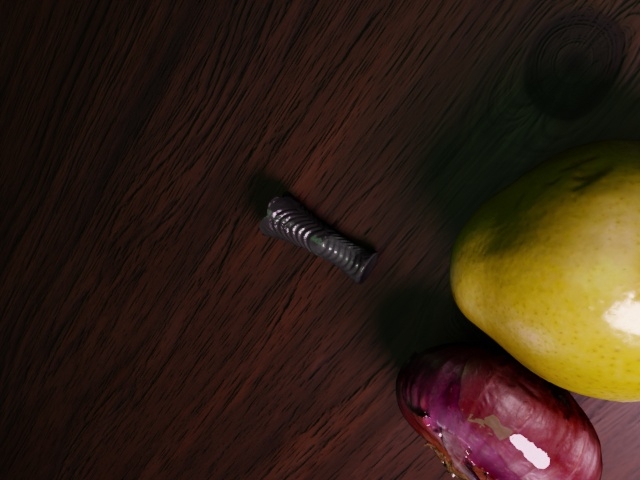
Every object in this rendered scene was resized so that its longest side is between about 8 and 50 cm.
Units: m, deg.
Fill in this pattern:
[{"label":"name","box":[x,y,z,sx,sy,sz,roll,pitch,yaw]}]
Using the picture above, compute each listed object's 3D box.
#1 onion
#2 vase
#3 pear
[{"label":"onion","box":[0.302,0.271,0.943,0.348,0.347,0.285,26,75,24]},{"label":"vase","box":[0.000,0.000,1.173,0.237,0.115,0.115,32,111,18]},{"label":"pear","box":[0.406,0.038,0.810,0.418,0.362,0.362,2,98,31]}]
